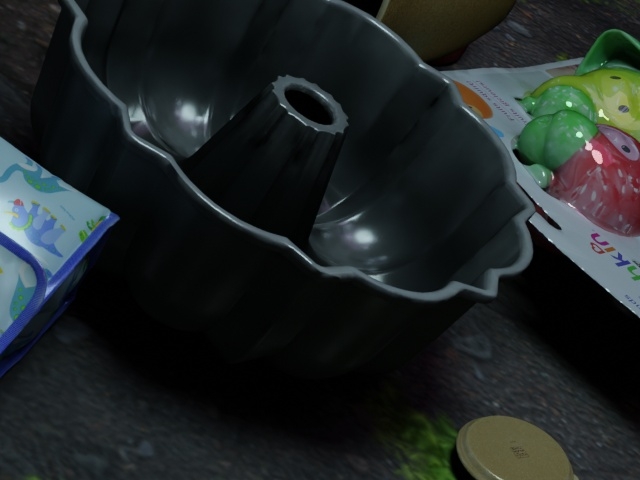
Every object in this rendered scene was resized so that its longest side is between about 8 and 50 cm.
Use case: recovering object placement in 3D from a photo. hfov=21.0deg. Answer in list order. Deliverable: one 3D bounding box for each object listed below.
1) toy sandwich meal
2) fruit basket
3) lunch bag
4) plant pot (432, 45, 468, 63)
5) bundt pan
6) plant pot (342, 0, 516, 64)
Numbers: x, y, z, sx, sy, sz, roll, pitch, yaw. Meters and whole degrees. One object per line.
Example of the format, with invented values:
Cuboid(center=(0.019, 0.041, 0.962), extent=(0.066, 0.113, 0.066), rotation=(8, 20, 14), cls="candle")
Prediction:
Cuboid(center=(0.121, 0.143, 1.071), extent=(0.085, 0.029, 0.085), rotation=(14, 33, -9), cls="toy sandwich meal")
Cuboid(center=(0.249, -0.049, 1.354), extent=(0.327, 0.165, 0.353), rotation=(44, 24, 24), cls="fruit basket")
Cuboid(center=(-0.200, 0.010, 0.901), extent=(0.129, 0.096, 0.151), rotation=(35, 41, 2), cls="lunch bag")
Cuboid(center=(0.091, -0.284, 1.601), extent=(0.191, 0.174, 0.191), rotation=(24, 30, -15), cls="plant pot")
Cuboid(center=(-0.034, -0.040, 1.076), extent=(0.331, 0.124, 0.331), rotation=(25, 31, -16), cls="bundt pan")
Cuboid(center=(0.046, -0.230, 1.387), extent=(0.254, 0.237, 0.237), rotation=(-5, 44, -50), cls="plant pot")
